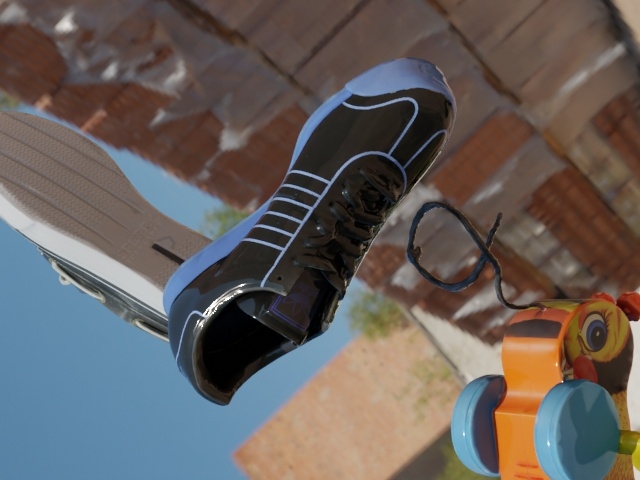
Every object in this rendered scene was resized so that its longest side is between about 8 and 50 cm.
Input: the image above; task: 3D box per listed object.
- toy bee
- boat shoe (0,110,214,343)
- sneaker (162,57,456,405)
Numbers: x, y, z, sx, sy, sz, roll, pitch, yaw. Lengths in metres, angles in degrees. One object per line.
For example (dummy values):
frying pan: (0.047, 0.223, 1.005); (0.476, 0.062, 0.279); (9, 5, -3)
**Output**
toy bee: (0.180, 0.105, 0.833); (0.162, 0.298, 0.195); (-24, -146, -37)
boat shoe: (-0.209, 0.010, 1.158); (0.335, 0.119, 0.121); (37, -131, 7)
sneaker: (0.000, 0.000, 0.706); (0.081, 0.232, 0.090); (33, -162, -33)
